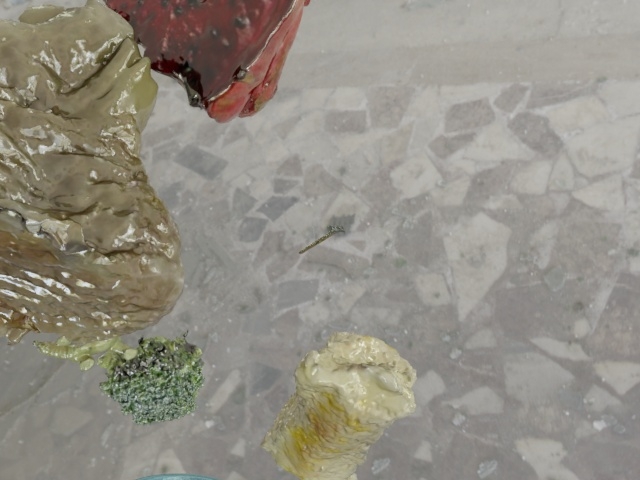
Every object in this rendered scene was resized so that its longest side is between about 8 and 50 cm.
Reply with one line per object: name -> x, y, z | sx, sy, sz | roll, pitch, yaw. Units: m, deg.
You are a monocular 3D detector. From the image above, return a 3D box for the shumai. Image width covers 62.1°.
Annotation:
shumai -> -0.279, -0.076, 0.515 | 0.217, 0.346, 0.283 | -52, 23, 45

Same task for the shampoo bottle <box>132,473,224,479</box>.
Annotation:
shampoo bottle -> -0.243, 0.610, 0.849 | 0.331, 0.331, 0.342 | 13, 95, 32

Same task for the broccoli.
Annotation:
broccoli -> -0.512, 0.422, 1.716 | 0.293, 0.347, 0.281 | -29, 43, -2

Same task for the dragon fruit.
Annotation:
dragon fruit -> -0.060, -0.301, 0.673 | 0.329, 0.228, 0.286 | -45, 65, 4

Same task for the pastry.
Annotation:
pastry -> 0.012, 0.173, 0.535 | 0.122, 0.258, 0.089 | 15, 44, -1

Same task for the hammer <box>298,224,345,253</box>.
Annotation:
hammer -> 0.000, 0.000, 1.368 | 0.182, 0.062, 0.017 | -32, 67, 49

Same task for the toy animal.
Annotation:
toy animal -> -0.571, 0.254, 1.299 | 0.219, 0.103, 0.101 | -11, 14, -40
